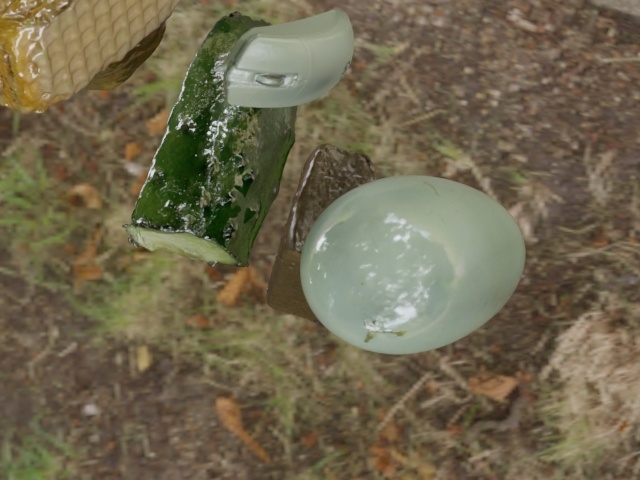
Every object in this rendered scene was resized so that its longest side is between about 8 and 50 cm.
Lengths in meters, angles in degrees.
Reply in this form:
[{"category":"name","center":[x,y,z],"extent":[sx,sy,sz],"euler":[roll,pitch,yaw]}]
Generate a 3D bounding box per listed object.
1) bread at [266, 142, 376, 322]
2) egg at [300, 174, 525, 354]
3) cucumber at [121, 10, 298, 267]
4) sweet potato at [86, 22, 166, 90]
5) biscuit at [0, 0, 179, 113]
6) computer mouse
[{"category":"bread","center":[0.000,0.000,1.936],"extent":[0.113,0.416,0.165],"euler":[15,77,-1]},{"category":"egg","center":[0.100,0.023,1.430],"extent":[0.183,0.264,0.182],"euler":[14,107,52]},{"category":"cucumber","center":[-0.105,-0.132,1.594],"extent":[0.145,0.105,0.325],"euler":[15,68,9]},{"category":"sweet potato","center":[-0.224,-0.255,1.307],"extent":[0.158,0.369,0.157],"euler":[2,76,-6]},{"category":"biscuit","center":[-0.086,-0.229,0.940],"extent":[0.054,0.094,0.378],"euler":[33,63,18]},{"category":"computer mouse","center":[-0.025,-0.169,1.328],"extent":[0.056,0.182,0.089],"euler":[41,128,30]}]
